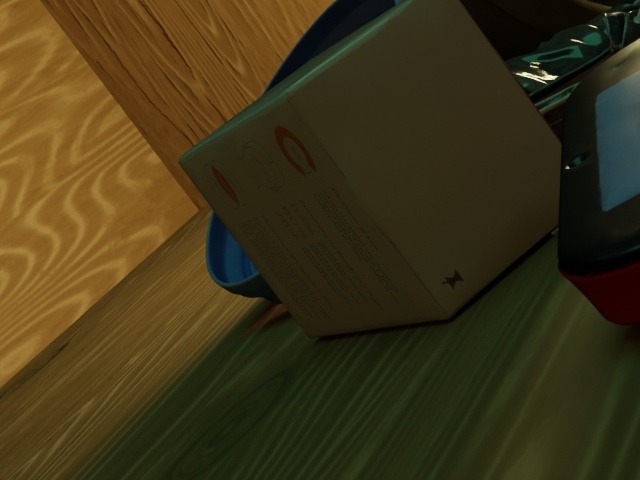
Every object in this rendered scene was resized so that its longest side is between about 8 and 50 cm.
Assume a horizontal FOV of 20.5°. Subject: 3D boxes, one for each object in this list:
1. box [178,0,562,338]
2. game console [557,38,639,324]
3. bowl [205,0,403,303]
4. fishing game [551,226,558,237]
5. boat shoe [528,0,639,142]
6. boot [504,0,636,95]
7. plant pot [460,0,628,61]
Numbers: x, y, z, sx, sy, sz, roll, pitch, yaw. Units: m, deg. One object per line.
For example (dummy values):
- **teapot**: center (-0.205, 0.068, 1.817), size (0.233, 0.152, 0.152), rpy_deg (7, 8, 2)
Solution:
- **box**: center (0.042, -0.055, 1.500), size (0.168, 0.215, 0.345), rpy_deg (-38, 7, -18)
- **game console**: center (0.296, -0.110, 1.059), size (0.342, 0.060, 0.386), rpy_deg (-34, 14, 20)
- **bowl**: center (0.004, -0.106, 1.990), size (0.391, 0.077, 0.391), rpy_deg (-49, 24, 31)
- **fishing game**: center (0.286, -0.095, 1.277), size (0.264, 0.041, 0.189), rpy_deg (-29, 13, 49)
- **boat shoe**: center (0.275, -0.153, 1.462), size (0.301, 0.102, 0.108), rpy_deg (-35, 6, 15)
- **boot**: center (0.241, -0.162, 1.706), size (0.223, 0.118, 0.338), rpy_deg (-32, 10, -5)
- **plant pot**: center (0.216, -0.290, 2.084), size (0.323, 0.323, 0.280), rpy_deg (-44, -7, -49)
